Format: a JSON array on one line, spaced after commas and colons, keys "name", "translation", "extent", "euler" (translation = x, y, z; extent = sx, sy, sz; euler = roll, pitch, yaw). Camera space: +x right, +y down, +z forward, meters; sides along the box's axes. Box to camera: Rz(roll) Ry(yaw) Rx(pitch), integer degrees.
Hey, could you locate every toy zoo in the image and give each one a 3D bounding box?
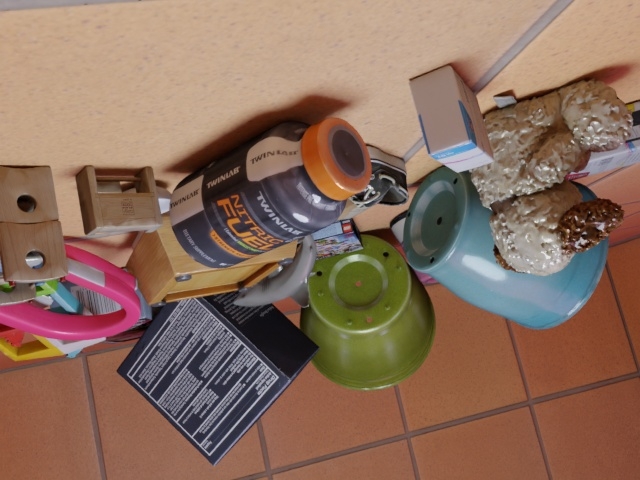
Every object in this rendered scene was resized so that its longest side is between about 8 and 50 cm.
[{"name": "toy zoo", "translation": [-0.524, 0.144, 1.243], "extent": [0.192, 0.030, 0.293], "euler": [-13, 143, 6]}]

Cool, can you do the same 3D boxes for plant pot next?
[{"name": "plant pot", "translation": [0.293, -0.008, 1.169], "extent": [0.255, 0.272, 0.271], "euler": [16, 158, -23]}, {"name": "plant pot", "translation": [0.106, 0.156, 1.677], "extent": [0.366, 0.367, 0.353], "euler": [-13, 158, 1]}]

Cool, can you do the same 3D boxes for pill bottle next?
[{"name": "pill bottle", "translation": [-0.058, -0.058, 0.807], "extent": [0.245, 0.130, 0.130], "euler": [-22, 166, 39]}]

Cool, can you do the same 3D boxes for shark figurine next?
[{"name": "shark figurine", "translation": [-0.044, 0.062, 1.289], "extent": [0.166, 0.116, 0.278], "euler": [-1, 143, -28]}]

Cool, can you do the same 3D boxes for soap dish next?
[{"name": "soap dish", "translation": [-0.177, 0.018, 1.105], "extent": [0.228, 0.118, 0.291], "euler": [-8, 168, -25]}]

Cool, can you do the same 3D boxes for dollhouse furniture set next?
[{"name": "dollhouse furniture set", "translation": [-0.297, -0.004, 0.803], "extent": [0.183, 0.129, 0.129], "euler": [-4, 167, -40]}]

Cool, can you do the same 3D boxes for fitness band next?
[{"name": "fitness band", "translation": [-0.426, 0.087, 1.107], "extent": [0.209, 0.054, 0.291], "euler": [-22, 147, 20]}]

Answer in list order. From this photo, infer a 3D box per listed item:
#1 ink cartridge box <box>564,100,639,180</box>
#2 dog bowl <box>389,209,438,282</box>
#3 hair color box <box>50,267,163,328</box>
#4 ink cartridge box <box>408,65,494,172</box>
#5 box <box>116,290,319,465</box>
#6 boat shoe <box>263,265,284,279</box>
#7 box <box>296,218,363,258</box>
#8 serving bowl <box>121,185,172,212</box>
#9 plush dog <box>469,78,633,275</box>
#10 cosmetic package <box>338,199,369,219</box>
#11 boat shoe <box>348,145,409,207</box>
[{"name": "ink cartridge box", "translation": [0.466, -0.158, 1.073], "extent": [0.175, 0.072, 0.127], "euler": [-15, 169, 11]}, {"name": "dog bowl", "translation": [0.369, -0.014, 1.524], "extent": [0.407, 0.150, 0.408], "euler": [-13, 170, -2]}, {"name": "hair color box", "translation": [-0.439, 0.153, 1.525], "extent": [0.185, 0.114, 0.374], "euler": [-12, 170, -2]}, {"name": "ink cartridge box", "translation": [0.151, -0.133, 0.775], "extent": [0.052, 0.089, 0.122], "euler": [-18, 169, 24]}, {"name": "box", "translation": [-0.215, 0.254, 1.453], "extent": [0.296, 0.294, 0.183], "euler": [-50, 172, 24]}, {"name": "boat shoe", "translation": [-0.116, 0.047, 1.435], "extent": [0.088, 0.096, 0.267], "euler": [-18, 163, 26]}, {"name": "box", "translation": [0.000, 0.000, 1.433], "extent": [0.159, 0.044, 0.233], "euler": [-14, 170, 6]}, {"name": "serving bowl", "translation": [-0.234, -0.054, 0.899], "extent": [0.083, 0.027, 0.083], "euler": [-13, 170, -2]}, {"name": "plush dog", "translation": [0.283, -0.064, 0.925], "extent": [0.210, 0.225, 0.262], "euler": [-10, 170, -15]}, {"name": "cosmetic package", "translation": [0.055, -0.070, 1.133], "extent": [0.060, 0.041, 0.115], "euler": [-7, 168, -32]}, {"name": "boat shoe", "translation": [0.068, -0.086, 0.979], "extent": [0.077, 0.070, 0.219], "euler": [-20, 168, 34]}]
